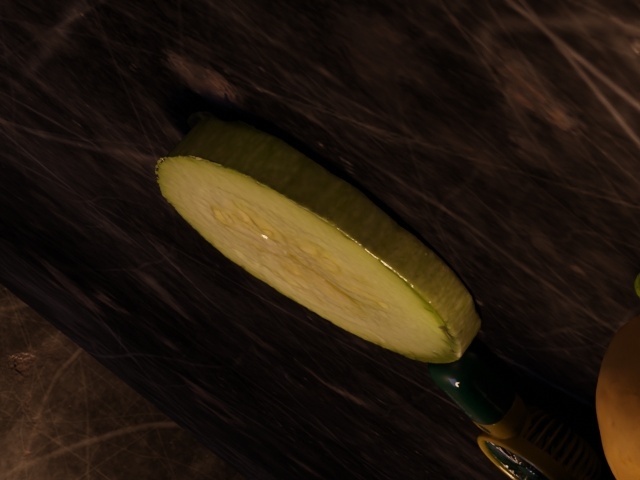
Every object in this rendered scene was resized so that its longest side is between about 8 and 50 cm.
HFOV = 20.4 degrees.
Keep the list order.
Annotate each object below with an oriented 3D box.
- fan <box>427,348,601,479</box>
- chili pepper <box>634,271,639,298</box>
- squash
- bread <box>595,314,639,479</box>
[{"bbox_3d":[0.125,0.117,1.149,0.155,0.039,0.082,46,165,-32],"label":"fan"},{"bbox_3d":[0.153,0.018,0.758,0.030,0.017,0.083,28,170,-4],"label":"chili pepper"},{"bbox_3d":[-0.003,0.004,1.070,0.219,0.041,0.219,34,168,8],"label":"squash"},{"bbox_3d":[0.199,0.102,0.776,0.134,0.085,0.173,44,165,-29],"label":"bread"}]
